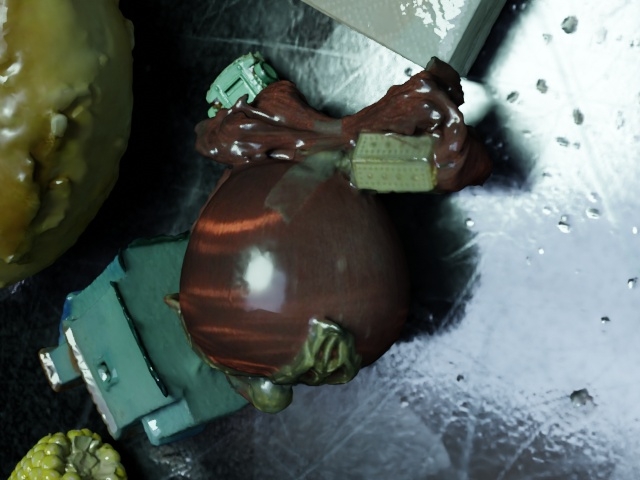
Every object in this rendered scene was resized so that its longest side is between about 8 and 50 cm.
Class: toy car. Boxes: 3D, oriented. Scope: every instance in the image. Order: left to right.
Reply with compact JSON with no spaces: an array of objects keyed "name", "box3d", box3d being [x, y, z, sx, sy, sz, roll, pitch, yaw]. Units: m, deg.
[{"name":"toy car","box3d":[-0.033,-0.080,0.659,0.059,0.035,0.122,-39,88,22]}]

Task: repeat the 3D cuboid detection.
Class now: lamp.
[{"name":"lamp","box3d":[-0.005,0.006,0.567,0.215,0.151,0.223,5,113,26]}]

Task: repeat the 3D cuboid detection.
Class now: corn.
[{"name":"corn","box3d":[-0.245,0.263,0.746,0.093,0.093,0.244,41,113,17]}]

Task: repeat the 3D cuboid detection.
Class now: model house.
[{"name":"model house","box3d":[-0.140,0.086,0.684,0.149,0.119,0.148,-29,82,34]}]

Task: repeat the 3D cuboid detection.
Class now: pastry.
[{"name":"pastry","box3d":[-0.265,-0.115,0.681,0.285,0.184,0.315,32,116,11]}]

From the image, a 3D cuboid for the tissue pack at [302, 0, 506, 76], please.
[{"name":"tissue pack","box3d":[-0.003,-0.259,0.614,0.325,0.071,0.170,34,109,19]}]
